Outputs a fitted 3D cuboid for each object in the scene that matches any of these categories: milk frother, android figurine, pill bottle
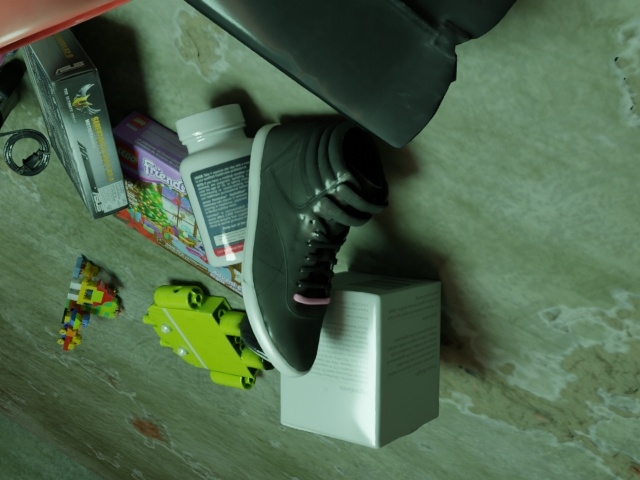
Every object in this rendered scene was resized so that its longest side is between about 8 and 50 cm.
[{"bbox_3d":[-0.468,-0.173,1.107,0.129,0.134,0.143,-20,127,12],"label":"milk frother"},{"bbox_3d":[-0.209,0.170,1.349,0.273,0.056,0.248,3,133,36],"label":"android figurine"},{"bbox_3d":[-0.109,-0.067,0.908,0.108,0.108,0.180,-10,100,46],"label":"pill bottle"}]

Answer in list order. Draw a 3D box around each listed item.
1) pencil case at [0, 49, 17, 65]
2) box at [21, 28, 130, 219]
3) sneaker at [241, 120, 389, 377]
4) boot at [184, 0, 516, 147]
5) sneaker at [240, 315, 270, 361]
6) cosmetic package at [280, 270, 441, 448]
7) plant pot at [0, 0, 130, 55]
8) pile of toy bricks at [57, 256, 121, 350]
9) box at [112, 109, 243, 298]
[{"bbox_3d":[-0.537,-0.303,1.055,0.209,0.098,0.095,24,-172,16],"label":"pencil case"},{"bbox_3d":[-0.326,-0.168,0.982,0.183,0.056,0.231,52,154,35],"label":"box"},{"bbox_3d":[0.000,0.000,0.822,0.147,0.295,0.105,-10,167,39],"label":"sneaker"},{"bbox_3d":[-0.015,-0.323,0.510,0.445,0.146,0.367,34,113,-15],"label":"boot"},{"bbox_3d":[-0.009,0.175,1.125,0.229,0.086,0.132,12,151,1],"label":"sneaker"},{"bbox_3d":[0.052,0.141,0.944,0.151,0.151,0.183,5,96,37],"label":"cosmetic package"},{"bbox_3d":[-0.255,-0.318,0.667,0.275,0.275,0.243,-2,118,42],"label":"plant pot"},{"bbox_3d":[-0.444,0.126,1.475,0.105,0.118,0.212,14,131,-16],"label":"pile of toy bricks"},{"bbox_3d":[-0.165,-0.034,1.073,0.293,0.057,0.201,31,144,8],"label":"box"}]
